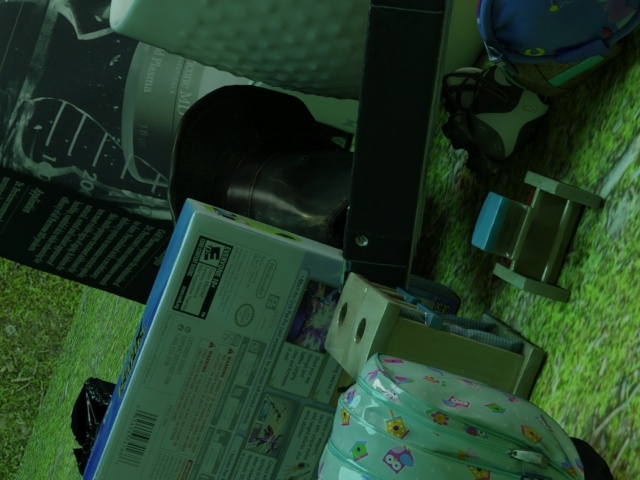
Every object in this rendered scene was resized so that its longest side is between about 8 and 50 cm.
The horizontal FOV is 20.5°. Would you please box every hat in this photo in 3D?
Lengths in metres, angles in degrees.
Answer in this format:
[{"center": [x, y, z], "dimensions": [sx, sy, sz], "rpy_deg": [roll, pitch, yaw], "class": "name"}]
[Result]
[{"center": [0.000, 0.000, 1.621], "dimensions": [0.134, 0.331, 0.331], "rpy_deg": [-5, 59, 31], "class": "hat"}]

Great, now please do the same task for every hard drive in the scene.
[{"center": [0.067, -0.147, 1.413], "dimensions": [0.237, 0.064, 0.339], "rpy_deg": [-80, -3, -56], "class": "hard drive"}]

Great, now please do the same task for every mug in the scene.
[{"center": [0.016, -0.284, 1.638], "dimensions": [0.374, 0.328, 0.276], "rpy_deg": [147, 139, -66], "class": "mug"}]

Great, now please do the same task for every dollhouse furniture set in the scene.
[{"center": [0.103, 0.026, 1.334], "dimensions": [0.129, 0.129, 0.183], "rpy_deg": [-143, 71, -75], "class": "dollhouse furniture set"}]

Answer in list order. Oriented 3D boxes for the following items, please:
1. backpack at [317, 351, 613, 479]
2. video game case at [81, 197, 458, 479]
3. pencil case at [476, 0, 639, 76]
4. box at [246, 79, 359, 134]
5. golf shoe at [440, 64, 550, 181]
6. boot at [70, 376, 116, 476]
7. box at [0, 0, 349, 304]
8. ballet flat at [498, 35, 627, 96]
[{"center": [0.089, 0.148, 1.132], "dimensions": [0.152, 0.182, 0.115], "rpy_deg": [-155, 85, -76], "class": "backpack"}, {"center": [-0.044, 0.129, 1.512], "dimensions": [0.061, 0.244, 0.269], "rpy_deg": [-128, 58, -72], "class": "video game case"}, {"center": [0.154, -0.250, 1.233], "dimensions": [0.133, 0.119, 0.306], "rpy_deg": [67, -166, -47], "class": "pencil case"}, {"center": [0.027, -0.291, 1.975], "dimensions": [0.121, 0.148, 0.311], "rpy_deg": [136, 148, -59], "class": "box"}, {"center": [0.153, -0.113, 1.474], "dimensions": [0.094, 0.077, 0.198], "rpy_deg": [-37, 17, 14], "class": "golf shoe"}, {"center": [-0.163, 0.184, 1.948], "dimensions": [0.246, 0.207, 0.094], "rpy_deg": [-89, 23, -50], "class": "boot"}, {"center": [-0.215, -0.202, 2.090], "dimensions": [0.297, 0.472, 0.480], "rpy_deg": [141, 145, -62], "class": "box"}, {"center": [0.218, -0.275, 1.367], "dimensions": [0.124, 0.116, 0.342], "rpy_deg": [-11, 59, 50], "class": "ballet flat"}]
